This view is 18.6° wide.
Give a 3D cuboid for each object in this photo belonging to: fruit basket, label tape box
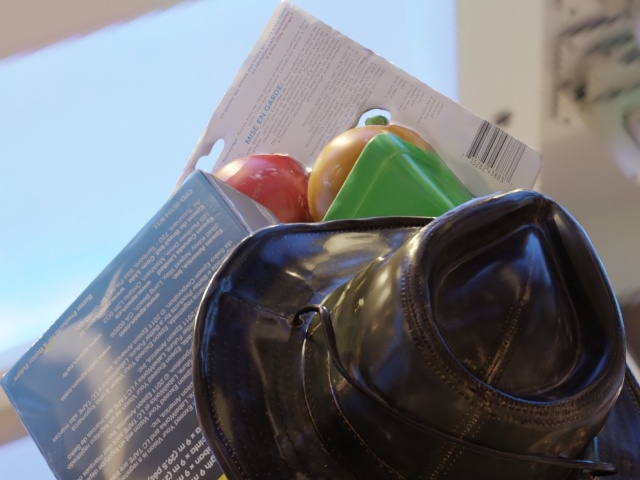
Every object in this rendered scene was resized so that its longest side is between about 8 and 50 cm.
[{"bbox_3d":[0.000,0.000,1.679,0.165,0.353,0.327,24,-82,-44],"label":"fruit basket"},{"bbox_3d":[-0.069,0.142,1.456,0.240,0.333,0.106,-46,-41,9],"label":"label tape box"}]

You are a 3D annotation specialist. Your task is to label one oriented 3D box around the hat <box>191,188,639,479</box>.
[{"bbox_3d":[0.088,0.053,1.100,0.331,0.331,0.134,0,-47,-31],"label":"hat"}]
